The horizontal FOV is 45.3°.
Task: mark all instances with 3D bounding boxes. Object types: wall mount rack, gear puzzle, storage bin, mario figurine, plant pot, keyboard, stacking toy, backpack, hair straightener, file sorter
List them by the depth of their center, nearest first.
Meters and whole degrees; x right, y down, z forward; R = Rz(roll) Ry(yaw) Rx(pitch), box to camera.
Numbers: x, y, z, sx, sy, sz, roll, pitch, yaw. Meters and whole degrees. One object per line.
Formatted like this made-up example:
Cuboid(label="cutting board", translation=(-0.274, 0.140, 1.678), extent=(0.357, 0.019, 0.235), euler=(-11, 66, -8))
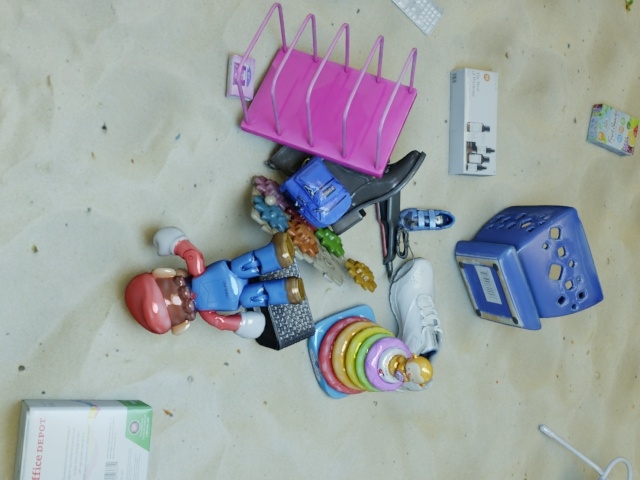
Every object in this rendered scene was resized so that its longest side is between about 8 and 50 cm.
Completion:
Cuboid(label="mario figurine", translation=(-0.195, 0.074, 1.388), extent=(0.321, 0.170, 0.198), euler=(-12, 63, 6))
Cuboid(label="file sorter", translation=(0.015, -0.285, 1.417), extent=(0.291, 0.182, 0.202), euler=(20, 69, 11))
Cuboid(label="backpack", translation=(-0.004, -0.084, 1.439), extent=(0.098, 0.101, 0.120), euler=(-41, 97, -14))
Cuboid(label="storage bin", translation=(-0.091, 0.112, 1.487), extent=(0.084, 0.122, 0.180), euler=(-19, 100, -27))
Cuboid(label="stacking toy", translation=(0.119, 0.238, 1.501), extent=(0.166, 0.302, 0.175), euler=(-20, 101, -27))
Cuboid(label="gear puzzle", translation=(0.000, 0.000, 1.517), extent=(0.339, 0.175, 0.044), euler=(39, 113, -23))
Cuboid(label="hair straightener", translation=(0.161, -0.023, 1.640), extent=(0.047, 0.089, 0.230), euler=(-1, 91, -46))
Cuboid(label="keyboard", translation=(0.170, -0.560, 1.681), extent=(0.256, 0.014, 0.072), euler=(38, 74, -23))
Cuboid(label="plant pot", translation=(0.454, 0.066, 1.726), extent=(0.212, 0.236, 0.235), euler=(-26, 103, -20))
Cuboid(label="wall mount rack", translation=(0.603, 0.638, 1.875), extent=(0.350, 0.130, 0.304), euler=(-50, 115, -19))

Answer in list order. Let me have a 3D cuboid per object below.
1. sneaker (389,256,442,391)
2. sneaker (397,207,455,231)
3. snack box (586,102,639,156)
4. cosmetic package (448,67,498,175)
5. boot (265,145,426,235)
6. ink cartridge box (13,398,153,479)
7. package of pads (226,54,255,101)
Cuboid(label="sneaker", translation=(0.218, 0.184, 1.653), extent=(0.111, 0.129, 0.296), euler=(5, 87, -27))
Cuboid(label="sneaker", translation=(0.235, -0.047, 1.697), extent=(0.144, 0.059, 0.053), euler=(-5, 95, -27))
Cuboid(label="snack box", translation=(0.761, -0.286, 1.991), extent=(0.141, 0.037, 0.100), euler=(16, 82, -27))
Cuboid(label="cosmetic package", translation=(0.352, -0.268, 1.757), extent=(0.099, 0.060, 0.238), euler=(0, 91, -29))
Cuboid(label="boot", translation=(0.050, -0.161, 1.516), extent=(0.263, 0.091, 0.229), euler=(-38, 91, 4))
Cuboid(label="ink cartridge box", translation=(-0.413, 0.359, 1.334), extent=(0.213, 0.093, 0.154), euler=(6, 87, -30))
Cuboid(label="package of pads", translation=(-0.156, -0.317, 1.498), extent=(0.050, 0.032, 0.083), euler=(5, 88, -30))
